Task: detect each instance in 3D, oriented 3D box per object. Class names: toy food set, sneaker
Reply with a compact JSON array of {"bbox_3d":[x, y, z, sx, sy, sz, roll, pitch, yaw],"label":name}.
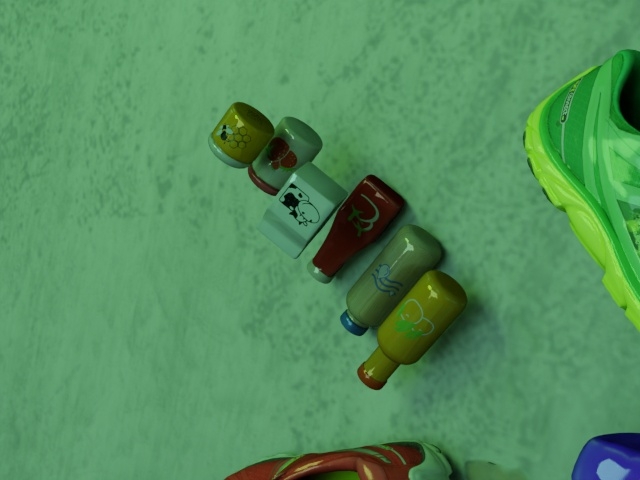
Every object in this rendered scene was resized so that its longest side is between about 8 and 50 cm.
[{"bbox_3d":[0.000,0.000,0.973,0.232,0.111,0.104,39,113,2],"label":"toy food set"},{"bbox_3d":[-0.029,0.211,0.979,0.279,0.118,0.107,-26,69,35],"label":"sneaker"},{"bbox_3d":[0.240,-0.008,0.787,0.123,0.109,0.295,-50,57,29],"label":"sneaker"}]

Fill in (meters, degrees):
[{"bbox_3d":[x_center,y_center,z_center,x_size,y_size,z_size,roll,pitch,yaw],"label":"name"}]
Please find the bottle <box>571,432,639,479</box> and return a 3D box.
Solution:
[{"bbox_3d":[0.189,0.268,0.795,0.092,0.118,0.283,14,95,39],"label":"bottle"}]
